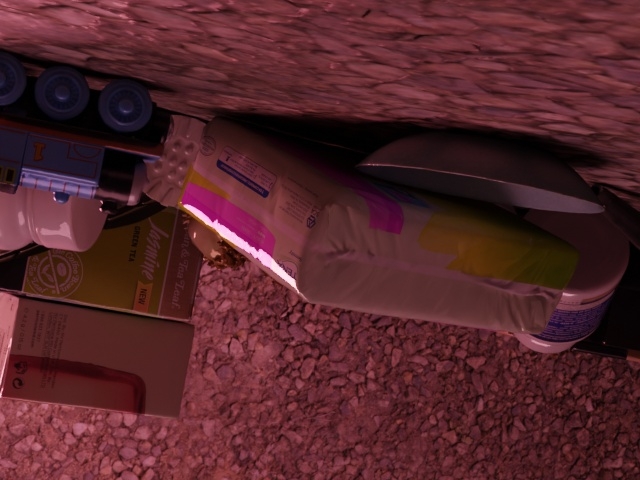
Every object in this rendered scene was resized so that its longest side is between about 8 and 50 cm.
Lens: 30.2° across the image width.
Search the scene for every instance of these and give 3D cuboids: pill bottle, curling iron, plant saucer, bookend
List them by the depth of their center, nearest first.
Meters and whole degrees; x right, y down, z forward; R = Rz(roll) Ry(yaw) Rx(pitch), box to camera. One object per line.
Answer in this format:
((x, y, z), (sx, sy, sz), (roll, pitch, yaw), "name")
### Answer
((0.125, -0.056, 0.915), (0.195, 0.037, 0.195), (11, 179, 0), "plant saucer")
((0.323, 0.022, 1.116), (0.035, 0.068, 0.274), (5, 154, 43), "curling iron")
((0.246, 0.044, 1.222), (0.112, 0.112, 0.186), (10, 153, 7), "pill bottle")
((-0.373, -0.077, 1.252), (0.283, 0.160, 0.160), (11, 179, 7), "pill bottle")
((0.346, 0.054, 1.265), (0.072, 0.156, 0.157), (11, 178, -15), "bookend")

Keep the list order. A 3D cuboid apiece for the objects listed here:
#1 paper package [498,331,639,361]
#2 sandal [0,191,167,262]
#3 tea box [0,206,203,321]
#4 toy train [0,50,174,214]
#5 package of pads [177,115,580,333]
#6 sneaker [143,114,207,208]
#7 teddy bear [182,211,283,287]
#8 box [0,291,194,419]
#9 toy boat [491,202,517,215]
((0.357, 0.074, 1.806), (0.309, 0.168, 0.325), (11, 179, -17), "paper package")
((-0.271, -0.055, 1.368), (0.303, 0.086, 0.120), (-20, 172, -7), "sandal")
((-0.325, -0.029, 1.587), (0.324, 0.220, 0.329), (10, 178, -11), "tea box")
((-0.210, -0.083, 0.929), (0.184, 0.105, 0.080), (11, 179, -15), "toy train")
((0.047, -0.011, 1.054), (0.296, 0.101, 0.229), (12, -166, -38), "package of pads")
((-0.184, -0.094, 1.119), (0.235, 0.090, 0.095), (16, -171, -40), "sneaker")
((0.000, 0.000, 1.418), (0.338, 0.113, 0.245), (11, 166, -19), "teddy bear")
((-0.300, 0.148, 1.527), (0.232, 0.126, 0.148), (12, 176, -23), "box")
((0.242, 0.018, 1.426), (0.267, 0.148, 0.318), (15, -171, 29), "toy boat")
